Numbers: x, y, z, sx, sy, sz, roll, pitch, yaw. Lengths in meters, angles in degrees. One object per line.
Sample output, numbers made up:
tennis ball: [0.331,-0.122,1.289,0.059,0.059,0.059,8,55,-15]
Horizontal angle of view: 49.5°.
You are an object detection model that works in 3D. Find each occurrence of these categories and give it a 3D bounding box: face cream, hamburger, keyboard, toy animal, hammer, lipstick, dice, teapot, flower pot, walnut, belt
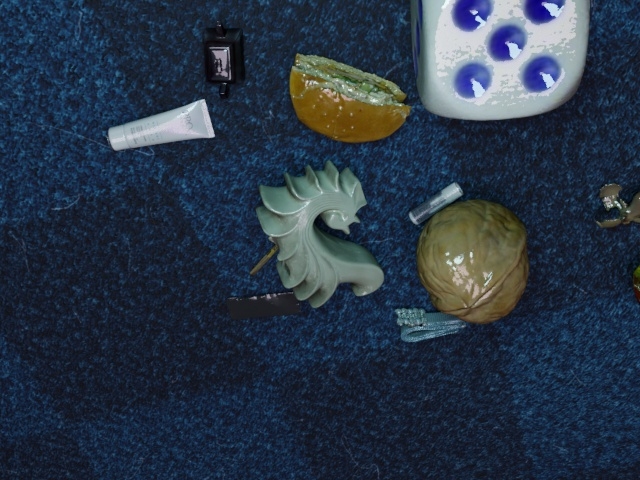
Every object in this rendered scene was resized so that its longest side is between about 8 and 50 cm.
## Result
face cream: [-0.378,-0.262,1.638,0.244,0.058,0.092,-13,113,2]
hamburger: [0.054,-0.297,1.547,0.283,0.144,0.156,17,118,-10]
keyboard: [-0.155,0.177,1.891,0.196,0.015,0.074,-6,122,6]
toy animal: [0.777,-0.095,1.668,0.186,0.094,0.214,27,109,-17]
hammer: [-0.124,0.031,1.808,0.062,0.017,0.182,35,116,-15]
lipstick: [0.283,-0.090,1.710,0.141,0.040,0.040,-34,112,19]
dice: [0.346,-0.424,1.394,0.304,0.277,0.304,-6,117,3]
teapot: [-0.216,-0.397,1.530,0.087,0.096,0.177,2,119,1]
flower pot: [0.000,0.000,1.697,0.254,0.164,0.367,-19,122,-5]
walnut: [0.358,0.050,1.633,0.252,0.313,0.277,-2,127,22]
belt: [0.298,0.218,1.870,0.179,0.065,0.100,-13,126,7]

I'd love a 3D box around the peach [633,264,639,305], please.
peach: [0.916,0.103,1.728,0.267,0.154,0.159,-22,107,3]
